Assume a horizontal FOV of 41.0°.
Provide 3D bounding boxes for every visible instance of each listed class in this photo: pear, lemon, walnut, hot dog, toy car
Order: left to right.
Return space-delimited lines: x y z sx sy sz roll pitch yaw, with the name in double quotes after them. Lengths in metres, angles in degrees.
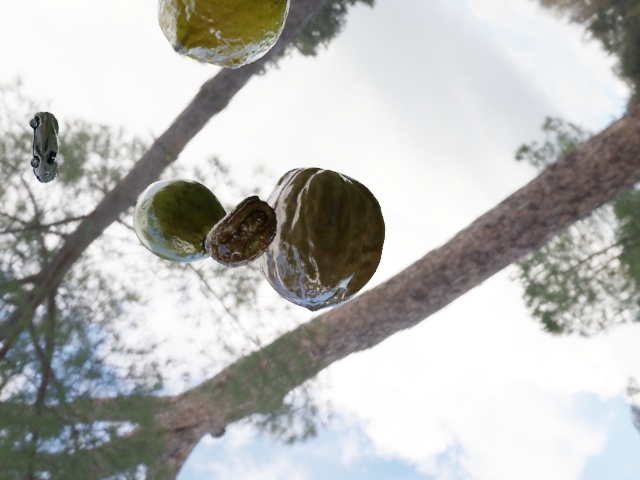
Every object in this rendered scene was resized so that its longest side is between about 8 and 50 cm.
-0.351 -0.119 1.098 0.041 0.025 0.093 15 -110 -72 "toy car"
-0.174 -0.024 1.062 0.131 0.107 0.107 28 -170 40 "pear"
-0.050 -0.120 0.434 0.065 0.065 0.092 46 -130 -12 "lemon"
-0.081 -0.008 0.899 0.058 0.083 0.035 46 177 -20 "hot dog"
0.000 0.000 1.263 0.213 0.213 0.213 36 -147 -28 "walnut"
